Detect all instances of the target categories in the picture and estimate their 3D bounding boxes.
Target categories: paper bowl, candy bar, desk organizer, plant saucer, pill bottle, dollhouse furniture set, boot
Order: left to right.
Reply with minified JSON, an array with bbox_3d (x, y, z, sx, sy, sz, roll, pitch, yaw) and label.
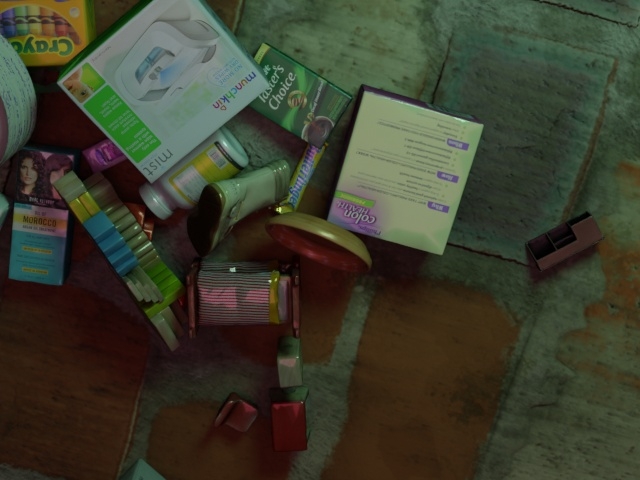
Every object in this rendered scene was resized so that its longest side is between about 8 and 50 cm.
[{"bbox_3d":[-0.626,-0.232,1.788,0.284,0.148,0.284,12,125,18],"label":"paper bowl"},{"bbox_3d":[-0.225,-0.120,1.900,0.184,0.103,0.103,-37,102,9],"label":"pill bottle"},{"bbox_3d":[-0.144,-0.057,1.920,0.165,0.213,0.077,-26,73,-31],"label":"boot"},{"bbox_3d":[-0.126,0.217,1.964,0.201,0.152,0.374,-3,105,0],"label":"dollhouse furniture set"},{"bbox_3d":[-0.033,-0.116,1.947,0.040,0.018,0.161,25,104,-7],"label":"candy bar"},{"bbox_3d":[0.000,0.000,1.898,0.200,0.200,0.037,25,76,-7],"label":"plant saucer"},{"bbox_3d":[0.443,0.001,1.967,0.130,0.047,0.050,-28,101,7],"label":"desk organizer"}]

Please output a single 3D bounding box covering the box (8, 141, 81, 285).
[{"bbox_3d":[-0.493,-0.047,1.939,0.101,0.060,0.244,8,105,-3],"label":"box"}]

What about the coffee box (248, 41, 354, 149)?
[{"bbox_3d":[-0.049,-0.252,1.888,0.184,0.040,0.113,33,103,-1],"label":"coffee box"}]

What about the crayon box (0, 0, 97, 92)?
[{"bbox_3d":[-0.491,-0.406,1.833,0.203,0.083,0.322,-3,105,0],"label":"crayon box"}]

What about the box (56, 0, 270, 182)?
[{"bbox_3d":[-0.257,-0.270,1.789,0.262,0.127,0.231,-38,111,7],"label":"box"}]

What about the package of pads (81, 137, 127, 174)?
[{"bbox_3d":[-0.377,-0.156,1.926,0.083,0.032,0.050,-25,106,6],"label":"package of pads"}]

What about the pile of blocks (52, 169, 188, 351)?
[{"bbox_3d":[-0.317,0.020,1.897,0.113,0.149,0.362,-37,113,-13],"label":"pile of blocks"}]

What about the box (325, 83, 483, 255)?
[{"bbox_3d":[0.142,-0.125,1.895,0.214,0.117,0.243,15,103,-4],"label":"box"}]

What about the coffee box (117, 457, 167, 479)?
[{"bbox_3d":[-0.411,0.579,2.051,0.119,0.168,0.297,44,101,-10],"label":"coffee box"}]

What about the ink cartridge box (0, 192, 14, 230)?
[{"bbox_3d":[-0.667,-0.053,1.926,0.191,0.082,0.139,30,103,-6],"label":"ink cartridge box"}]
